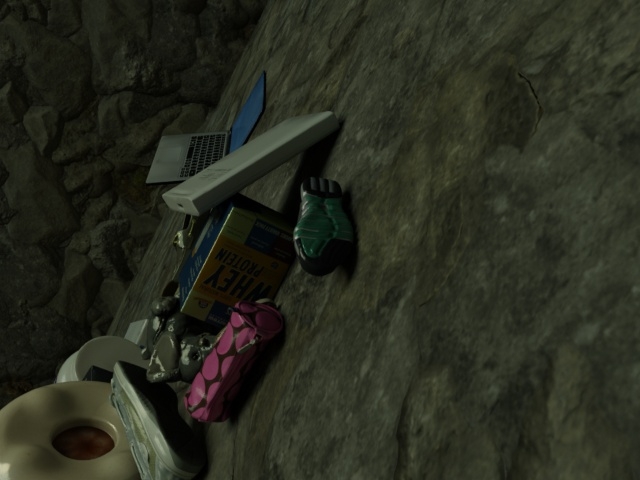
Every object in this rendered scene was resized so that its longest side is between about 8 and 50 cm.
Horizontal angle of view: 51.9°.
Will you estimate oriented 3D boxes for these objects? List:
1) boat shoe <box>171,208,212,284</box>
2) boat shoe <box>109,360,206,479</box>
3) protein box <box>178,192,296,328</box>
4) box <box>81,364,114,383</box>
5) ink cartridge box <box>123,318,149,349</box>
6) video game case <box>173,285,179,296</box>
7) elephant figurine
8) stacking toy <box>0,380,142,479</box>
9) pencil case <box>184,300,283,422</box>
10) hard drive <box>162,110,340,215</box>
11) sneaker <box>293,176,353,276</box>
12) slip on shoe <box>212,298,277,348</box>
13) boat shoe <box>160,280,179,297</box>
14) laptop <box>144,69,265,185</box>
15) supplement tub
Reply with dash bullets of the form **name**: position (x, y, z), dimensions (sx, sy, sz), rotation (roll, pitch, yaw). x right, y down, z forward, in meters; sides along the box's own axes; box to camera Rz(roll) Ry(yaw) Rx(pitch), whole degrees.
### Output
- **boat shoe**: position (-0.395, -0.010, 1.980), dimensions (0.109, 0.091, 0.305), rotation (-31, 38, 60)
- **boat shoe**: position (-0.310, 0.326, 1.171), dimensions (0.103, 0.118, 0.320), rotation (-54, 45, 2)
- **protein box**: position (-0.153, 0.034, 1.197), dimensions (0.201, 0.136, 0.200), rotation (-62, 18, 8)
- **box**: position (-0.514, 0.398, 1.485), dimensions (0.158, 0.093, 0.156), rotation (-55, 28, 12)
- **ink cartridge box**: position (-0.594, 0.344, 2.122), dimensions (0.332, 0.065, 0.165), rotation (-17, 51, 64)
- **video game case**: position (-0.302, 0.072, 1.655), dimensions (0.206, 0.026, 0.227), rotation (-31, 32, 53)
- **elephant figurine**: position (-0.246, 0.214, 1.228), dimensions (0.239, 0.169, 0.186), rotation (-120, 27, -50)
- **stacking toy**: position (-0.488, 0.553, 1.291), dimensions (0.351, 0.350, 0.480), rotation (-110, 33, -65)
- **pencil case**: position (-0.141, 0.196, 1.040), dimensions (0.209, 0.095, 0.098), rotation (-61, 26, 19)
- **hard drive**: position (-0.134, -0.146, 1.225), dimensions (0.307, 0.040, 0.203), rotation (-34, 20, -20)
- **sneaker**: position (0.000, 0.000, 0.956), dimensions (0.224, 0.083, 0.098), rotation (-85, 6, -56)
- **slip on shoe**: position (-0.129, 0.142, 1.098), dimensions (0.135, 0.051, 0.041), rotation (-48, 30, 11)
- **boat shoe**: position (-0.465, 0.193, 1.971), dimensions (0.049, 0.056, 0.152), rotation (-25, 43, 55)
- **laptop**: position (-0.378, -0.384, 2.201), dimensions (0.382, 0.407, 0.236), rotation (-97, 2, -58)
- **supplement tub**: position (-0.599, 0.430, 1.747), dimensions (0.331, 0.241, 0.241), rotation (-52, 22, 35)
